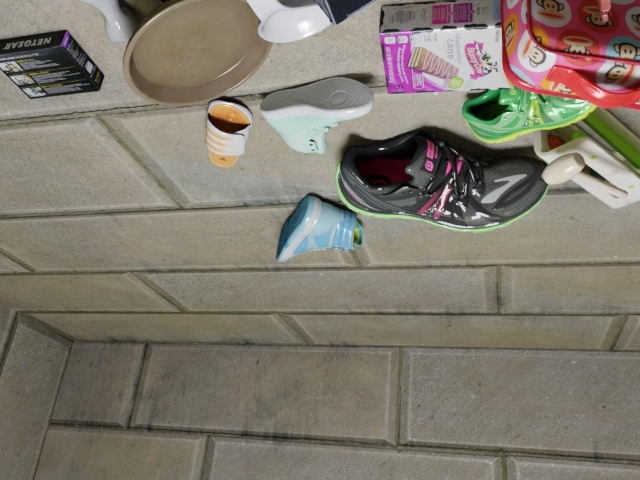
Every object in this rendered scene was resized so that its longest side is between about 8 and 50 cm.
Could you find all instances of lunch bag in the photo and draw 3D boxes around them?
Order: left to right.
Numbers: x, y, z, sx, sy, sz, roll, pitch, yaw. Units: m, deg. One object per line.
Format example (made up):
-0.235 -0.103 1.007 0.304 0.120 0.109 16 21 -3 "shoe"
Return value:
0.420 -0.301 0.902 0.293 0.258 0.120 9 154 -4 "lunch bag"

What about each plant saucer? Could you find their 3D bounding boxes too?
-0.217 -0.342 1.087 0.278 0.041 0.278 -24 162 -8 "plant saucer"

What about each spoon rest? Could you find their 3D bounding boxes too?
-0.065 -0.376 0.978 0.137 0.084 0.276 -16 170 20 "spoon rest"

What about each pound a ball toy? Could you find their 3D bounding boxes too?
0.538 -0.149 1.243 0.319 0.208 0.136 23 149 -32 "pound a ball toy"

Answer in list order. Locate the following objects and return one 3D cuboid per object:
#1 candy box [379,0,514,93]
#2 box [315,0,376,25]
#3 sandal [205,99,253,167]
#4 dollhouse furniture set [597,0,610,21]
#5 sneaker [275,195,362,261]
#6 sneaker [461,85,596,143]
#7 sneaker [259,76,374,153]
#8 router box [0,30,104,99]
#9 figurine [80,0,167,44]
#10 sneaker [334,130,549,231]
0.228 -0.339 1.082 0.233 0.071 0.159 0 153 13 "candy box"
0.026 -0.405 0.789 0.153 0.207 0.108 -30 143 4 "box"
-0.217 -0.221 1.417 0.102 0.076 0.265 10 154 -7 "sandal"
0.366 -0.410 0.627 0.201 0.152 0.374 -13 164 25 "dollhouse furniture set"
0.000 0.000 1.766 0.208 0.127 0.319 16 153 -16 "sneaker"
0.397 -0.267 1.147 0.123 0.109 0.295 23 150 -38 "sneaker"
0.015 -0.252 1.279 0.256 0.094 0.151 2 150 31 "sneaker"
-0.560 -0.356 1.255 0.179 0.046 0.133 -2 152 16 "router box"
-0.315 -0.412 1.050 0.215 0.092 0.209 1 158 13 "figurine"
0.266 -0.135 1.365 0.483 0.185 0.202 0 157 10 "sneaker"
